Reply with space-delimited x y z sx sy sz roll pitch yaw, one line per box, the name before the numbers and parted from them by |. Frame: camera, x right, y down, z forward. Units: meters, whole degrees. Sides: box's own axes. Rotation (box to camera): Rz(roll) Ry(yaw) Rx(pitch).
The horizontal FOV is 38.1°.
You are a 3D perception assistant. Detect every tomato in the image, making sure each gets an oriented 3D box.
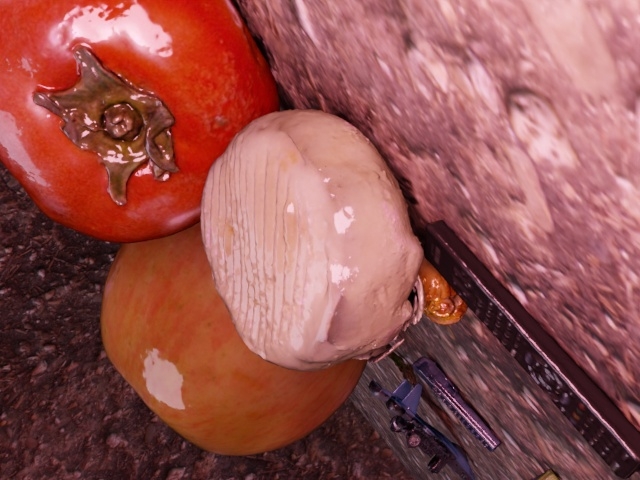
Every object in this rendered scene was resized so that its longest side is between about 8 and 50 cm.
tomato | -0.205 -0.160 0.928 0.325 0.293 0.289 52 -172 -31

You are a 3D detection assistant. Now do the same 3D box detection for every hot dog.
hot dog | 0.083 0.028 0.878 0.071 0.045 0.165 59 170 -33

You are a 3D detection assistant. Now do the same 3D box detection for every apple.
apple | -0.119 0.106 1.327 0.391 0.346 0.391 48 175 5

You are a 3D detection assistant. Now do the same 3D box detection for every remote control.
remote control | 0.162 0.080 0.719 0.245 0.025 0.063 50 171 23
remote control | 0.179 0.214 1.217 0.152 0.027 0.043 49 166 15

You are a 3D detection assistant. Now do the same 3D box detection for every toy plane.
toy plane | 0.177 0.327 1.530 0.246 0.078 0.169 56 171 -19

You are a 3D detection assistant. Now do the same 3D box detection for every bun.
bun | 0.000 0.000 0.810 0.239 0.141 0.239 28 126 48

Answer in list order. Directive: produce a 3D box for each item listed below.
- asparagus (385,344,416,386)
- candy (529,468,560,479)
asparagus | 0.105 0.178 1.511 0.233 0.022 0.023 -137 57 -62
candy | 0.239 0.328 1.093 0.062 0.097 0.194 52 173 17
